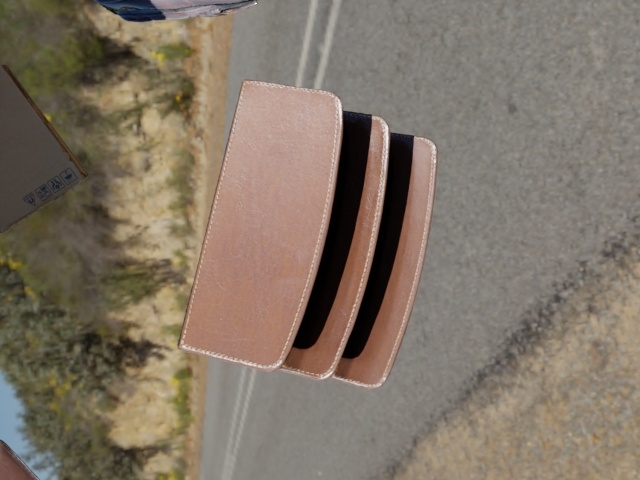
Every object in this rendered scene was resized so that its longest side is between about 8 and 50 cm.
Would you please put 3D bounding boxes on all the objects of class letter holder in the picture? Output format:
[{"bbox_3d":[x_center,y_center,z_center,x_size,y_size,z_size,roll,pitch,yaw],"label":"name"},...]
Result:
[{"bbox_3d":[0.000,0.000,0.947,0.152,0.214,0.302,29,-107,-71],"label":"letter holder"}]

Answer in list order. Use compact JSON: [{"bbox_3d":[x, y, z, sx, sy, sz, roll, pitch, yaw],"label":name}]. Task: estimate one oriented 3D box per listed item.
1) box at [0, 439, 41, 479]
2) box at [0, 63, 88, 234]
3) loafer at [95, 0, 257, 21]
[{"bbox_3d":[-0.354,0.307,0.818,0.168,0.203,0.167,-2,128,55],"label":"box"},{"bbox_3d":[-0.408,-0.089,1.019,0.164,0.201,0.021,56,-172,-15],"label":"box"},{"bbox_3d":[-0.157,-0.333,1.085,0.095,0.302,0.109,49,-132,-59],"label":"loafer"}]
